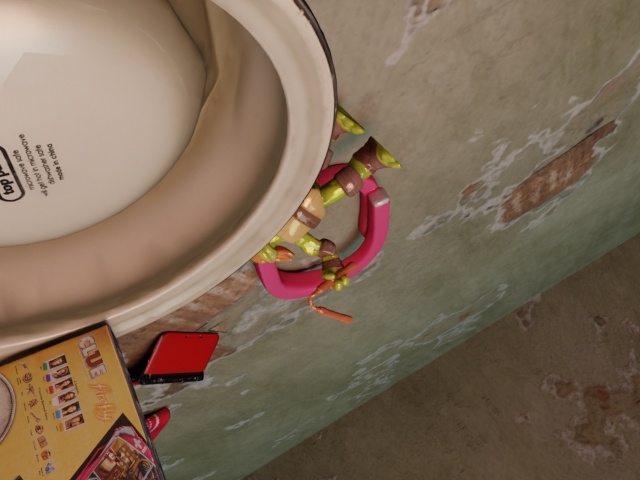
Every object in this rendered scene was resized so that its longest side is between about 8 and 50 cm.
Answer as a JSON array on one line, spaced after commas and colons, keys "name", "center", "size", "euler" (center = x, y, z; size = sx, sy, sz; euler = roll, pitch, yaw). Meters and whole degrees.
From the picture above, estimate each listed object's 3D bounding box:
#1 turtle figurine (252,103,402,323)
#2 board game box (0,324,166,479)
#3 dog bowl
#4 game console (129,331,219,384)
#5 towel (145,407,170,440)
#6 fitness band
[{"name": "turtle figurine", "center": [-0.011, -0.037, 0.661], "size": [0.269, 0.087, 0.217], "euler": [40, 102, -18]}, {"name": "board game box", "center": [-0.201, 0.202, 0.424], "size": [0.165, 0.243, 0.042], "euler": [-21, 151, -18]}, {"name": "dog bowl", "center": [-0.200, -0.070, 0.383], "size": [0.407, 0.150, 0.408], "euler": [-24, 155, -12]}, {"name": "game console", "center": [-0.266, 0.203, 0.978], "size": [0.124, 0.085, 0.144], "euler": [-7, 167, 30]}, {"name": "towel", "center": [-0.444, 0.454, 1.158], "size": [0.274, 0.031, 0.199], "euler": [-24, 158, -48]}, {"name": "fitness band", "center": [0.000, 0.000, 0.839], "size": [0.208, 0.054, 0.291], "euler": [-25, 153, -10]}]
